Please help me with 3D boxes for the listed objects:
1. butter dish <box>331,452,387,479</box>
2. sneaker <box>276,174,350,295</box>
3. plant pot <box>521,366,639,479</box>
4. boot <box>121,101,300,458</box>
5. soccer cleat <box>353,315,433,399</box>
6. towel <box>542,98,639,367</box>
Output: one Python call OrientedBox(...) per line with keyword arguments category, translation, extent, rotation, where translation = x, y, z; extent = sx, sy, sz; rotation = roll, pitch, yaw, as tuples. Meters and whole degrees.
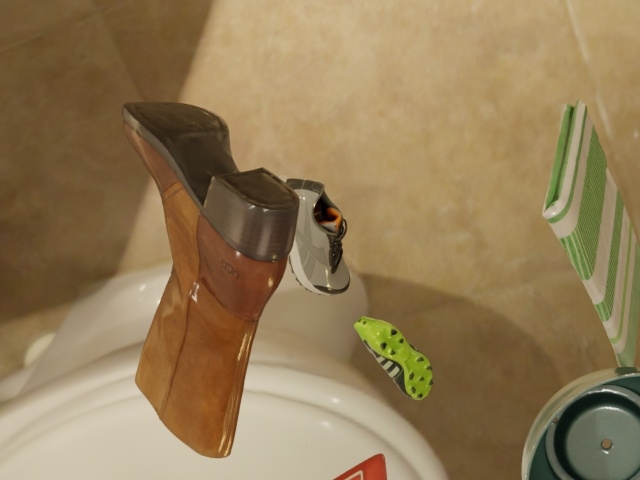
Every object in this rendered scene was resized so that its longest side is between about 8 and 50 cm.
OrientedBox(category="butter dish", translation=(0.063, 0.410, 1.370), extent=(0.160, 0.160, 0.118), rotation=(-37, 118, 26))
OrientedBox(category="sneaker", translation=(0.000, 0.000, 1.638), extent=(0.108, 0.100, 0.271), rotation=(-1, 139, 26))
OrientedBox(category="plant pot", translation=(0.402, 0.296, 1.300), extent=(0.293, 0.196, 0.293), rotation=(0, 96, 2))
OrientedBox(category="boot", translation=(-0.132, 0.028, 0.943), extent=(0.264, 0.096, 0.280), rotation=(37, 124, 33))
OrientedBox(category="soccer cleat", translation=(0.111, 0.171, 1.440), extent=(0.060, 0.072, 0.179), rotation=(-47, 129, -14))
OrientedBox(category="towel", translation=(0.395, -0.005, 1.386), extent=(0.038, 0.248, 0.325), rotation=(-10, 130, 30))
